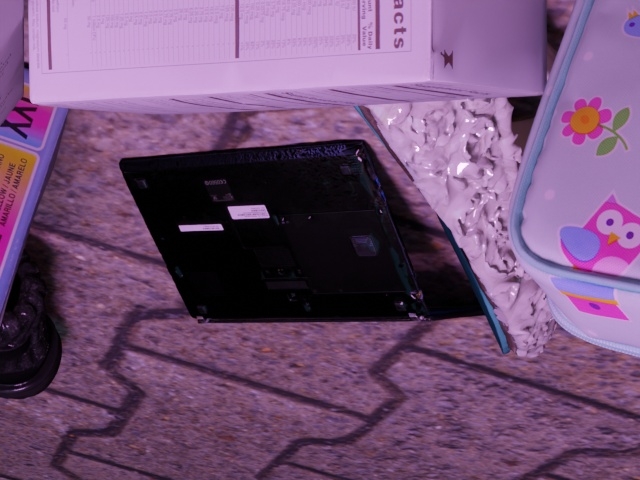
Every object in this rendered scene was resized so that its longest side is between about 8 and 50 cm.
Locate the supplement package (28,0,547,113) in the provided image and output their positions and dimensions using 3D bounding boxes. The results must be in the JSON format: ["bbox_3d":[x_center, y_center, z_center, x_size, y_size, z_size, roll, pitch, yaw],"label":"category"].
[{"bbox_3d":[-0.018,-0.138,0.802,0.244,0.139,0.134,1,-177,32],"label":"supplement package"}]

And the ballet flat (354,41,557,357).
[{"bbox_3d":[0.124,-0.044,1.018,0.147,0.147,0.409,2,154,23],"label":"ballet flat"}]

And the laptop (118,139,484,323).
[{"bbox_3d":[0.000,0.000,1.302,0.234,0.137,0.264,-3,125,31],"label":"laptop"}]

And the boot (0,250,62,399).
[{"bbox_3d":[-0.426,0.063,1.504,0.347,0.131,0.260,2,162,0],"label":"boot"}]

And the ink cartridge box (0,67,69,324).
[{"bbox_3d":[-0.409,-0.039,1.116,0.395,0.270,0.151,17,154,-9],"label":"ink cartridge box"}]

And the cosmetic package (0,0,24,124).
[{"bbox_3d":[-0.266,-0.123,0.773,0.197,0.155,0.365,36,166,-1],"label":"cosmetic package"}]

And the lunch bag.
[{"bbox_3d":[0.217,-0.072,0.725,0.224,0.279,0.108,10,157,34],"label":"lunch bag"}]
